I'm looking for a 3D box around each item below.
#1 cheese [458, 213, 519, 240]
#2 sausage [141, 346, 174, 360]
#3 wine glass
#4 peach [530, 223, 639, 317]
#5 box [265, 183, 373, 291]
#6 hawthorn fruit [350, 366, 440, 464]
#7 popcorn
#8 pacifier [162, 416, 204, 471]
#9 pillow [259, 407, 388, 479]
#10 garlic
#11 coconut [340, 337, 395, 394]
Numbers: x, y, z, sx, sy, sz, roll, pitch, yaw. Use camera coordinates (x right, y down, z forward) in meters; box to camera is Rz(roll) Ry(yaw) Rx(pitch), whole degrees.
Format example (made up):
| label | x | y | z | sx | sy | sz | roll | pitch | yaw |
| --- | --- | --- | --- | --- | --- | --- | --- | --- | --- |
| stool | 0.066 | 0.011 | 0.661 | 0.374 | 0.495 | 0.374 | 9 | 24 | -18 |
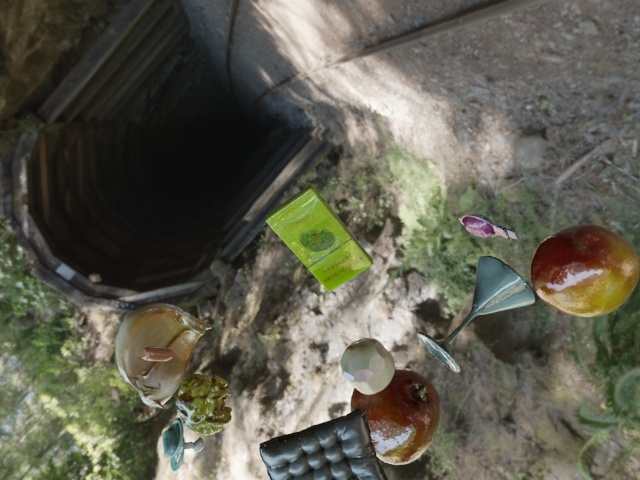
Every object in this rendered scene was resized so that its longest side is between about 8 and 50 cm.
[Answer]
| label | x | y | z | sx | sy | sz | roll | pitch | yaw |
| --- | --- | --- | --- | --- | --- | --- | --- | --- | --- |
| cheese | 0.656 | -0.050 | 1.892 | 0.244 | 0.062 | 0.155 | 20 | 166 | 44 |
| sausage | -0.394 | 0.275 | 1.169 | 0.034 | 0.034 | 0.083 | 43 | -167 | 35 |
| wine glass | 0.579 | 0.284 | 1.843 | 0.267 | 0.406 | 0.267 | 46 | 172 | 9 |
| peach | 0.831 | 0.091 | 1.531 | 0.308 | 0.308 | 0.332 | 44 | 176 | 41 |
| box | 0.000 | 0.000 | 1.548 | 0.335 | 0.187 | 0.047 | 49 | -160 | -21 |
| hawthorn fruit | 0.329 | 0.705 | 2.029 | 0.402 | 0.403 | 0.403 | 40 | -176 | -3 |
| popcorn | -0.401 | 0.569 | 1.681 | 0.169 | 0.189 | 0.218 | -47 | -59 | -59 |
| pacifier | -0.385 | 0.572 | 1.370 | 0.116 | 0.127 | 0.150 | 12 | -162 | -29 |
| pillow | 0.011 | 0.633 | 1.358 | 0.101 | 0.325 | 0.228 | 79 | 171 | -86 |
| garlic | -0.528 | 0.363 | 1.587 | 0.249 | 0.313 | 0.286 | 28 | 164 | 17 |
| coconut | 0.148 | 0.393 | 1.550 | 0.183 | 0.170 | 0.171 | 54 | 176 | -30 |
